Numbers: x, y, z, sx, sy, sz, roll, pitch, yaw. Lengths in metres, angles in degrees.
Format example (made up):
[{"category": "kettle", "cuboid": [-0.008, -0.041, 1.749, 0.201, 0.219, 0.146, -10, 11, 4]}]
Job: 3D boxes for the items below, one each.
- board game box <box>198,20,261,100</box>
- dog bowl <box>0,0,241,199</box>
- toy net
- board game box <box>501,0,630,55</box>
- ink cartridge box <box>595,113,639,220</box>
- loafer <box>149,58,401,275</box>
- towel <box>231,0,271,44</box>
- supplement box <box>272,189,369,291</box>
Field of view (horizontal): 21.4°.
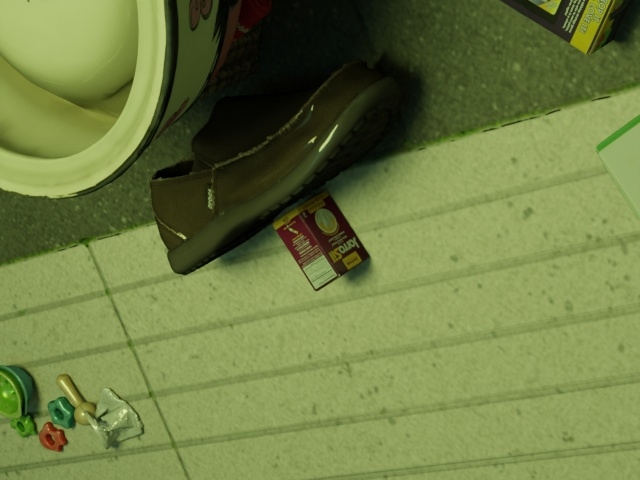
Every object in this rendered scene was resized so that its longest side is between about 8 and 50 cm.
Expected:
[{"category": "board game box", "cuboid": [-0.204, -0.296, 1.672, 0.291, 0.141, 0.232, 26, 125, 27]}, {"category": "dog bowl", "cuboid": [-0.241, -0.249, 1.482, 0.408, 0.150, 0.408, 18, 121, 32]}, {"category": "toy net", "cuboid": [-0.317, 0.223, 2.090, 0.232, 0.045, 0.122, 13, 119, 34]}, {"category": "board game box", "cuboid": [0.209, -0.264, 1.418, 0.141, 0.048, 0.170, 35, 129, 18]}, {"category": "ink cartridge box", "cuboid": [0.331, -0.101, 1.291, 0.153, 0.208, 0.087, -39, 82, 43]}, {"category": "loafer", "cuboid": [-0.069, -0.086, 1.672, 0.366, 0.134, 0.130, -34, 88, 43]}, {"category": "towel", "cuboid": [-0.173, -0.230, 1.560, 0.275, 0.031, 0.199, -33, 89, 44]}, {"category": "supplement box", "cuboid": [0.000, 0.000, 1.714, 0.043, 0.055, 0.083, -34, 89, 43]}]
